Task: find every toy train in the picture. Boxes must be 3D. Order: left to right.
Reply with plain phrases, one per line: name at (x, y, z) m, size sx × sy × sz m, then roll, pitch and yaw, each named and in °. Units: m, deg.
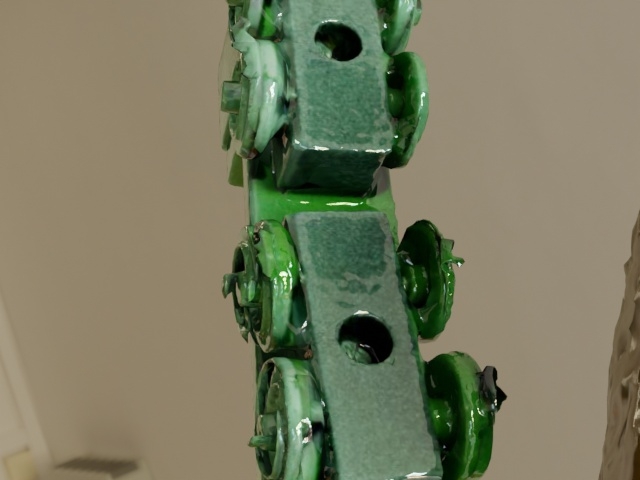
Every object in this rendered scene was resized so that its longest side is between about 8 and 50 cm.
toy train at (0.000, 0.000, 0.463) m, size 0.119 × 0.085 × 0.251 m, roll 115°, pitch -25°, yaw -58°

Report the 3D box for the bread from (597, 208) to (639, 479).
bread at (0.189, 0.036, 0.378) m, size 0.370 × 0.191 × 0.314 m, roll 123°, pitch -19°, yaw -43°
